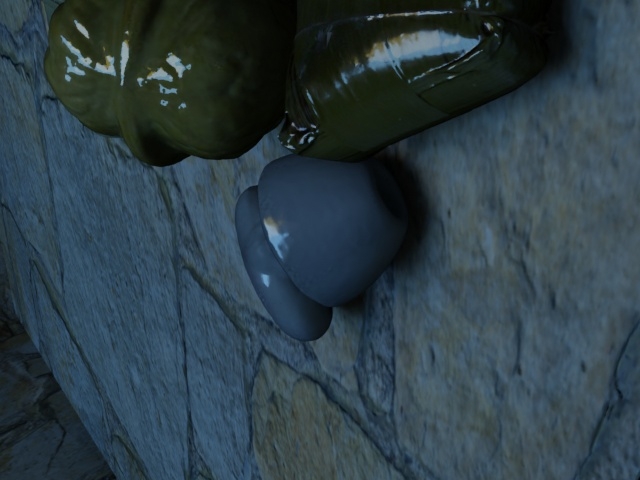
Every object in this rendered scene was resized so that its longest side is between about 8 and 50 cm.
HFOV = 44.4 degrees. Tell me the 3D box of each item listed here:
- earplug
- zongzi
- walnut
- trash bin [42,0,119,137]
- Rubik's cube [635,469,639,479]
[{"bbox_3d":[-0.011,0.003,0.958,0.214,0.175,0.325,68,158,11],"label":"earplug"},{"bbox_3d":[0.076,-0.244,0.740,0.273,0.145,0.300,-19,66,46],"label":"zongzi"},{"bbox_3d":[-0.165,-0.223,0.937,0.282,0.277,0.253,39,122,0],"label":"walnut"},{"bbox_3d":[-0.413,-0.341,1.439,0.243,0.121,0.248,37,137,43],"label":"trash bin"},{"bbox_3d":[0.305,0.195,0.594,0.133,0.133,0.112,32,160,46],"label":"Rubik's cube"}]
